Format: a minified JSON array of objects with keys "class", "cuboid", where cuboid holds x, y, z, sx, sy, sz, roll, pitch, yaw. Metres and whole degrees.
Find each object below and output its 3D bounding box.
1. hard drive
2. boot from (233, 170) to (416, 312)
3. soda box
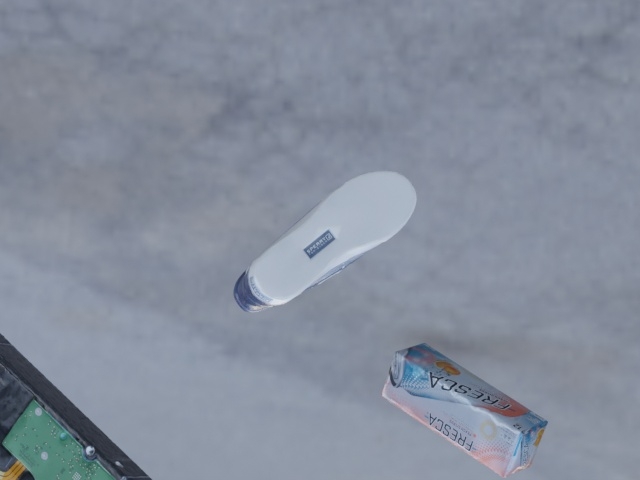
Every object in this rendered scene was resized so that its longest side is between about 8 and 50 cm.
[{"class":"hard drive","cuboid":[-0.342,0.265,1.870,0.339,0.237,0.064,39,-171,24]},{"class":"boot","cuboid":[0.000,0.000,1.635,0.190,0.069,0.086,-32,-179,-23]},{"class":"soda box","cuboid":[0.158,0.186,1.924,0.183,0.063,0.058,31,-154,31]}]
